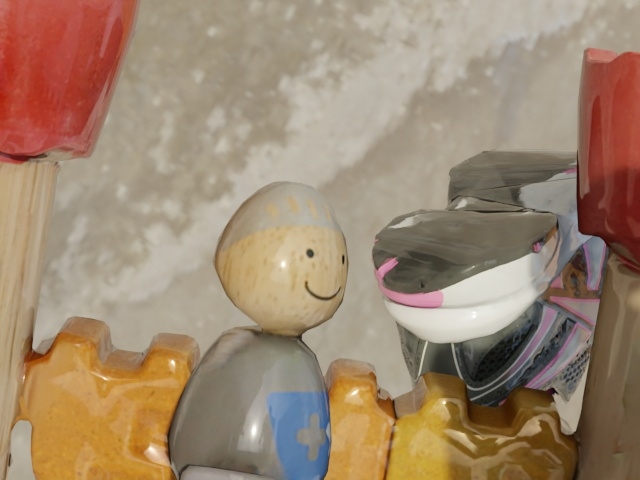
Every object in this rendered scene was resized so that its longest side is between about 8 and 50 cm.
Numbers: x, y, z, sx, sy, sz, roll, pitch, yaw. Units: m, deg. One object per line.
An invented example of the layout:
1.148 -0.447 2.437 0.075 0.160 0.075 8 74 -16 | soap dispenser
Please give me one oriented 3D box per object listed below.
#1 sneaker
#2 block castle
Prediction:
0.069 0.017 0.562 0.178 0.072 0.077 -27 118 -53 | sneaker
0.000 0.000 0.282 0.453 0.303 0.213 -86 -175 -84 | block castle
